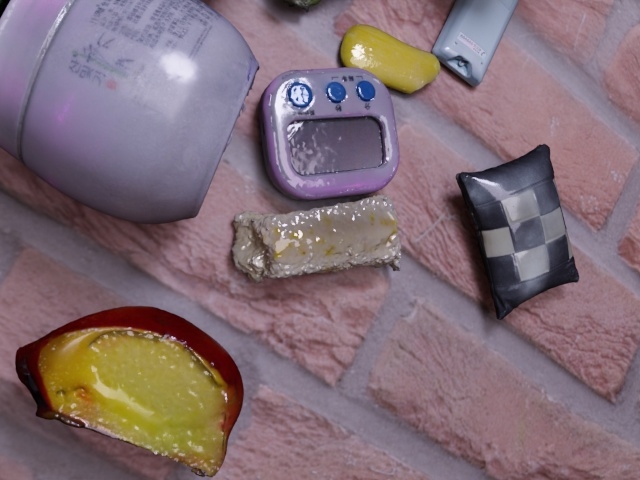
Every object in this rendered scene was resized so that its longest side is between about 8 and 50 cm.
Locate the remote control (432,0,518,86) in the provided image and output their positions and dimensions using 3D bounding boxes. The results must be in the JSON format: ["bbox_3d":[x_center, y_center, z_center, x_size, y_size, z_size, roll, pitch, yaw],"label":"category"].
[{"bbox_3d":[0.289,-0.407,1.107,0.103,0.051,0.293,31,77,-18],"label":"remote control"}]

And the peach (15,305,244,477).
[{"bbox_3d":[-0.225,0.160,0.812,0.268,0.154,0.158,22,88,-10],"label":"peach"}]

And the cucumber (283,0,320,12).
[{"bbox_3d":[0.061,-0.469,0.892,0.105,0.325,0.145,-5,70,-54],"label":"cucumber"}]

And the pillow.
[{"bbox_3d":[0.327,-0.016,1.069,0.186,0.106,0.249,-19,98,-21],"label":"pillow"}]

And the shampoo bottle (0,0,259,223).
[{"bbox_3d":[-0.228,-0.169,0.766,0.267,0.273,0.272,24,78,-8],"label":"shampoo bottle"}]

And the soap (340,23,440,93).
[{"bbox_3d":[0.109,-0.282,1.036,0.169,0.033,0.089,19,82,-20],"label":"soap"}]

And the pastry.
[{"bbox_3d":[0.001,-0.006,0.951,0.259,0.089,0.121,-4,76,-25],"label":"pastry"}]

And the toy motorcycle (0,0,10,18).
[{"bbox_3d":[-0.438,-0.405,0.755,0.196,0.125,0.331,-37,94,-29],"label":"toy motorcycle"}]

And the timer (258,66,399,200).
[{"bbox_3d":[0.012,-0.157,0.971,0.209,0.069,0.190,-8,90,-23],"label":"timer"}]
